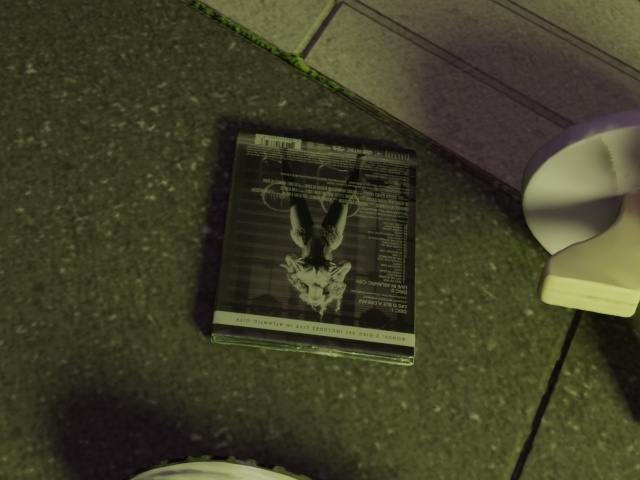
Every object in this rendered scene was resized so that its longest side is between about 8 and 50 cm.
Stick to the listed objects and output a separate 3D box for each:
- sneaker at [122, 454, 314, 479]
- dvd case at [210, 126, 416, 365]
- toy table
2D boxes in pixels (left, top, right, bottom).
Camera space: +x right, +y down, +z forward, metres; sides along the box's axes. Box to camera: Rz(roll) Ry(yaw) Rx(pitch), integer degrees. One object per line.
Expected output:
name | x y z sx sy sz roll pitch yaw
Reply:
sneaker | -0.016 0.218 0.780 0.271 0.100 0.108 16 67 7
dvd case | 0.000 0.000 0.988 0.164 0.018 0.221 7 53 -4
toy table | 0.297 0.010 0.901 0.274 0.252 0.161 0 37 7
